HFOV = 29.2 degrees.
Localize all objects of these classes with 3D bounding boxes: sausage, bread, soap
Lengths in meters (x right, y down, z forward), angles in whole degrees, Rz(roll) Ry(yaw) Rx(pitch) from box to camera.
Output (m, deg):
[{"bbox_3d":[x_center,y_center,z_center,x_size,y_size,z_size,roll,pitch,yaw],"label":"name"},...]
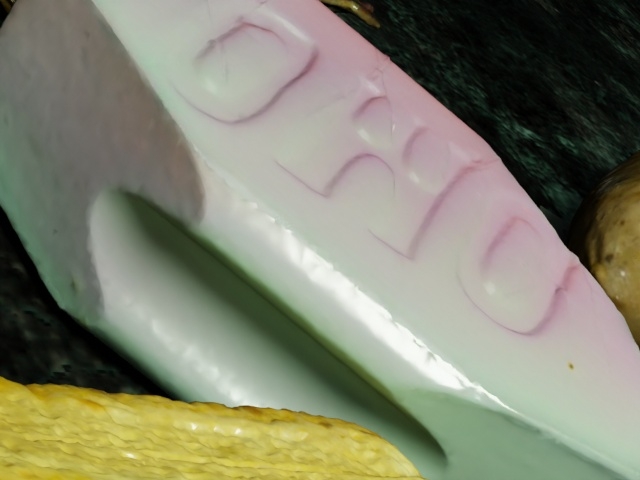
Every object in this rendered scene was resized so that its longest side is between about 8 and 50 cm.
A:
[{"bbox_3d":[0.274,-0.022,0.877,0.501,0.136,0.123,-25,89,-61],"label":"sausage"},{"bbox_3d":[-0.046,0.098,0.385,0.211,0.083,0.114,16,15,-35],"label":"bread"},{"bbox_3d":[0.000,0.000,0.547,0.324,0.109,0.193,41,34,-1],"label":"soap"}]

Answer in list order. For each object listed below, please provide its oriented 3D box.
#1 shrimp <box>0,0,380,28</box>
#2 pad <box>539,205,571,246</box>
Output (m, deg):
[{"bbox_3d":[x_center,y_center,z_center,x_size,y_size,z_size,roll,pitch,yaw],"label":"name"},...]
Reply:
[{"bbox_3d":[-0.077,-0.135,0.719,0.262,0.066,0.117,15,76,-35],"label":"shrimp"},{"bbox_3d":[0.254,0.079,0.854,0.245,0.006,0.170,31,29,-14],"label":"pad"}]
